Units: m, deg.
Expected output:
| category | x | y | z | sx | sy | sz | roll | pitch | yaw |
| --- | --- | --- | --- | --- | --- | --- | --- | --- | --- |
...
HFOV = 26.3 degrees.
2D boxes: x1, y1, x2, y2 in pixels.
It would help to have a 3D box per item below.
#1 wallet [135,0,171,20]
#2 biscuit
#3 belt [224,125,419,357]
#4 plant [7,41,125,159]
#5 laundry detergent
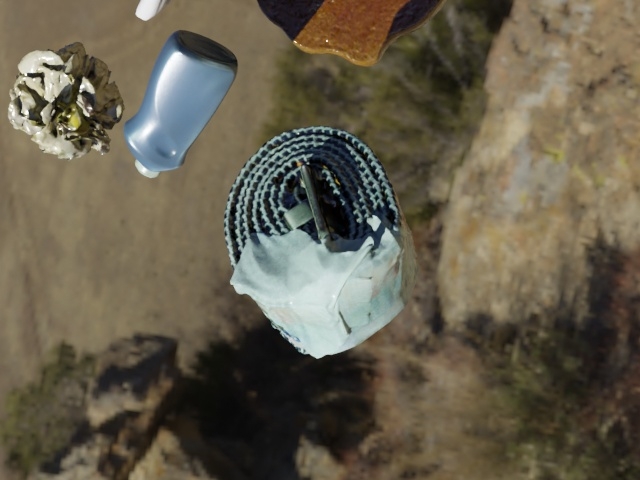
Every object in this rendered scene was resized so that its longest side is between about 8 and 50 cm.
| category | x | y | z | sx | sy | sz | roll | pitch | yaw |
| --- | --- | --- | --- | --- | --- | --- | --- | --- | --- |
| wallet | -0.208 | -0.381 | 1.941 | 0.095 | 0.033 | 0.190 | -49 | 2 | -28 |
| biscuit | 0.034 | -0.371 | 1.818 | 0.257 | 0.273 | 0.049 | -49 | -4 | 3 |
| belt | 0.000 | 0.000 | 1.579 | 0.150 | 0.207 | 0.257 | 59 | -167 | -54 |
| plant | -0.218 | -0.116 | 1.230 | 0.104 | 0.117 | 0.122 | -60 | 40 | 17 |
| laundry detergent | -0.183 | -0.159 | 1.706 | 0.206 | 0.097 | 0.061 | -58 | 29 | 32 |
